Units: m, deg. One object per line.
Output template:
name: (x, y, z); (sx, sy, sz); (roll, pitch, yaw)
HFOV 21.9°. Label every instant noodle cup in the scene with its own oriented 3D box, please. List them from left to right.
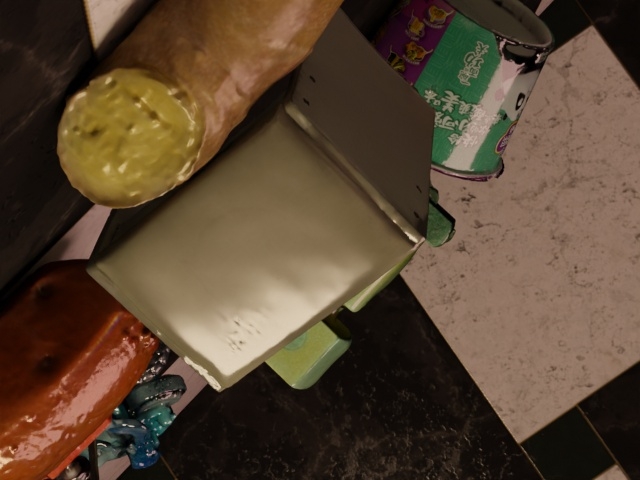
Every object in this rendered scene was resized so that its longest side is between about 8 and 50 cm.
instant noodle cup: (0.172, -0.224, 2.118); (0.190, 0.251, 0.251); (-60, 169, 26)

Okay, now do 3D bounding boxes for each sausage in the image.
sausage: (-0.277, 0.134, 1.626); (0.268, 0.153, 0.141); (-46, 163, -12)

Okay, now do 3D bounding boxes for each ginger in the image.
ginger: (-0.077, -0.166, 1.315); (0.354, 0.126, 0.190); (-45, -176, 6)

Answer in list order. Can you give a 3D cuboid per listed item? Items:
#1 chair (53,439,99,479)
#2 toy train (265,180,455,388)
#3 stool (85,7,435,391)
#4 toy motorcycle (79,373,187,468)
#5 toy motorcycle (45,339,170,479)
chair: (-0.365, 0.250, 1.885); (0.260, 0.141, 0.154); (-4, -179, 11)
toy train: (0.000, 0.000, 2.213); (0.397, 0.253, 0.160); (-47, 175, 5)
stool: (-0.044, -0.047, 1.476); (0.244, 0.170, 0.269); (-37, -161, 23)
toy motorcycle: (-0.301, 0.260, 2.350); (0.206, 0.154, 0.260); (-17, 163, -27)
toy motorcycle: (-0.295, 0.171, 1.743); (0.298, 0.171, 0.089); (-42, 148, -10)
